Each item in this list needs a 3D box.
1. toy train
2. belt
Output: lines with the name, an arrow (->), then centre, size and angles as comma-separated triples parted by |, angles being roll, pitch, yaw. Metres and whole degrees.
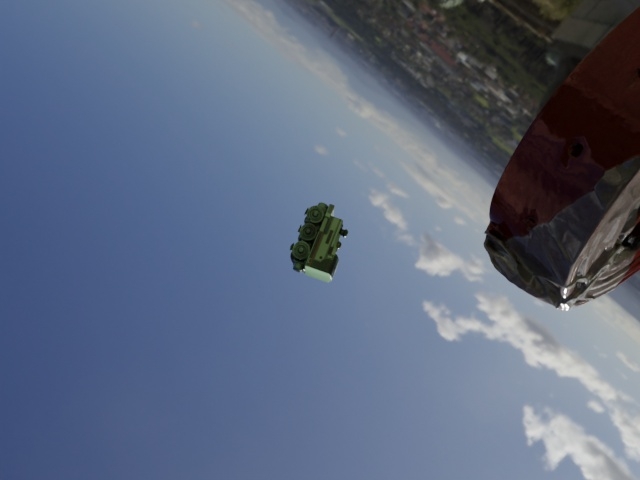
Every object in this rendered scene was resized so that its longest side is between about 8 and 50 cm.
toy train -> 0.000, 0.000, 0.722 | 0.053, 0.083, 0.033 | 20, 159, 6
belt -> 0.299, -0.076, 0.643 | 0.227, 0.324, 0.115 | 25, -162, -50
